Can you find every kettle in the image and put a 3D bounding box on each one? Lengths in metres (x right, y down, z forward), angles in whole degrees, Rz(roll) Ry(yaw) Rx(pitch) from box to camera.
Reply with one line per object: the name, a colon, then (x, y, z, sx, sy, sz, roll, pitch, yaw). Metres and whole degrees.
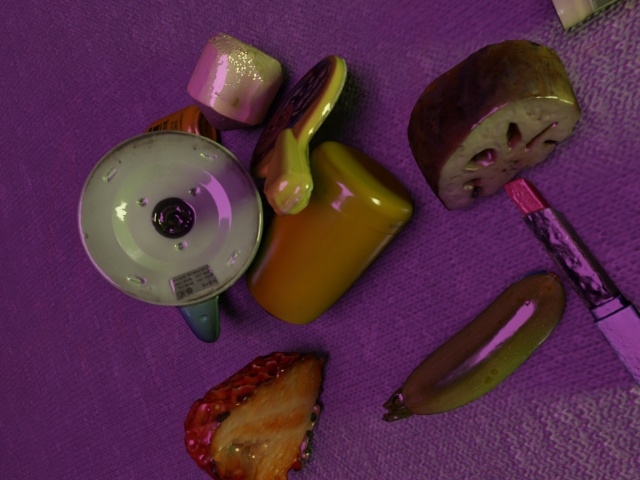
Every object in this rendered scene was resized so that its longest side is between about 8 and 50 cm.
kettle: (-0.228, 0.019, 0.863, 0.247, 0.342, 0.319, -13, 87, -13)

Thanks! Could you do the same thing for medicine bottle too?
medicine bottle: (-0.338, -0.180, 1.045, 0.309, 0.076, 0.111, -12, 85, 32)

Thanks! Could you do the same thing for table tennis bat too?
table tennis bat: (-0.042, -0.154, 0.754, 0.054, 0.368, 0.224, 35, 120, -24)

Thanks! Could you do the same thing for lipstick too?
lipstick: (0.344, 0.043, 0.668, 0.051, 0.051, 0.312, -38, 72, 28)

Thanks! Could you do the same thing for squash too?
squash: (0.213, 0.174, 0.731, 0.341, 0.094, 0.094, -47, 70, 21)

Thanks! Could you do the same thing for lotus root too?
lotus root: (0.214, -0.153, 0.683, 0.235, 0.138, 0.119, -40, 43, 32)

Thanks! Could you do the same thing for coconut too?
coconut: (-0.151, -0.265, 0.893, 0.147, 0.147, 0.152, 37, 108, 24)

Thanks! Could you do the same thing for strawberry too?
strawberry: (-0.124, 0.304, 0.838, 0.150, 0.280, 0.253, 16, 110, 32)

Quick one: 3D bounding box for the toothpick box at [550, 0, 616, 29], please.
toothpick box: (0.347, -0.335, 0.615, 0.149, 0.098, 0.098, -24, 80, 30)

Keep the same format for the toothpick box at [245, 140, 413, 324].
toothpick box: (0.000, 0.000, 0.800, 0.175, 0.175, 0.271, 46, 116, 20)
